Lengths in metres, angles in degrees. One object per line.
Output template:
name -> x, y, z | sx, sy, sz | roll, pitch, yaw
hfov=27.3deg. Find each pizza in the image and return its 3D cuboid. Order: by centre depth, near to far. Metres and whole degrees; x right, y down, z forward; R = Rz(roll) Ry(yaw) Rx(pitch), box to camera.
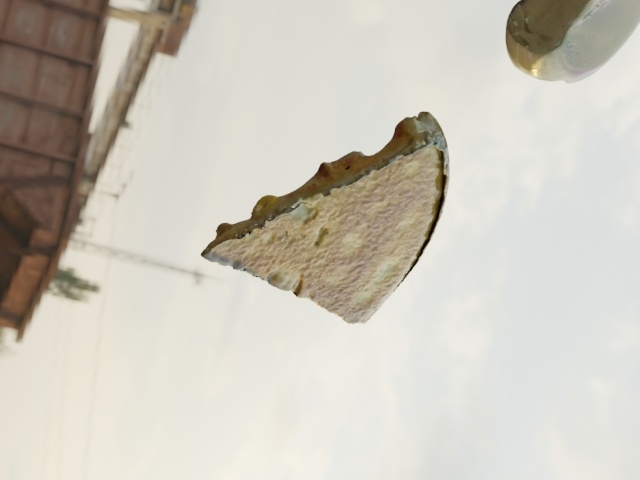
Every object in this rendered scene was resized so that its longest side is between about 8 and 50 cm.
pizza -> 0.000, 0.000, 0.887 | 0.185, 0.176, 0.036 | 96, -25, -46

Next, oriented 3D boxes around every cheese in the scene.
cheese -> 0.295, -0.289, 1.336 | 0.082, 0.163, 0.286 | 46, -53, 28
